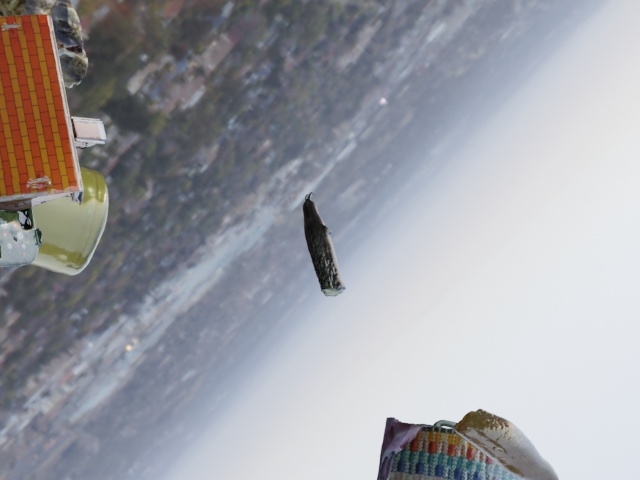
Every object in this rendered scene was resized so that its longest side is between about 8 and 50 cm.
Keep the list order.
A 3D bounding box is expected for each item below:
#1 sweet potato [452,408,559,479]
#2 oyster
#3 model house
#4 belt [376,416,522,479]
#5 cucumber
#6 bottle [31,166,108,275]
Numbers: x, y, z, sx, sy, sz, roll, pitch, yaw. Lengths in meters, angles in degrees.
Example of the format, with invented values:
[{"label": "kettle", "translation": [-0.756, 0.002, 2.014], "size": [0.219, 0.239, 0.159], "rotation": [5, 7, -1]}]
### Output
[{"label": "sweet potato", "translation": [0.336, 0.361, 1.593], "size": [0.077, 0.244, 0.077], "rotation": [-52, -168, 16]}, {"label": "oyster", "translation": [-0.559, -0.454, 1.917], "size": [0.166, 0.294, 0.094], "rotation": [-34, -153, -13]}, {"label": "model house", "translation": [-0.339, -0.127, 0.955], "size": [0.154, 0.293, 0.207], "rotation": [-15, 174, 27]}, {"label": "belt", "translation": [0.257, 0.441, 1.841], "size": [0.207, 0.295, 0.160], "rotation": [102, 0, -68]}, {"label": "cucumber", "translation": [0.000, 0.000, 1.307], "size": [0.039, 0.163, 0.043], "rotation": [-24, 159, 24]}, {"label": "bottle", "translation": [-0.506, -0.072, 1.374], "size": [0.171, 0.351, 0.171], "rotation": [-32, -131, 45]}]
